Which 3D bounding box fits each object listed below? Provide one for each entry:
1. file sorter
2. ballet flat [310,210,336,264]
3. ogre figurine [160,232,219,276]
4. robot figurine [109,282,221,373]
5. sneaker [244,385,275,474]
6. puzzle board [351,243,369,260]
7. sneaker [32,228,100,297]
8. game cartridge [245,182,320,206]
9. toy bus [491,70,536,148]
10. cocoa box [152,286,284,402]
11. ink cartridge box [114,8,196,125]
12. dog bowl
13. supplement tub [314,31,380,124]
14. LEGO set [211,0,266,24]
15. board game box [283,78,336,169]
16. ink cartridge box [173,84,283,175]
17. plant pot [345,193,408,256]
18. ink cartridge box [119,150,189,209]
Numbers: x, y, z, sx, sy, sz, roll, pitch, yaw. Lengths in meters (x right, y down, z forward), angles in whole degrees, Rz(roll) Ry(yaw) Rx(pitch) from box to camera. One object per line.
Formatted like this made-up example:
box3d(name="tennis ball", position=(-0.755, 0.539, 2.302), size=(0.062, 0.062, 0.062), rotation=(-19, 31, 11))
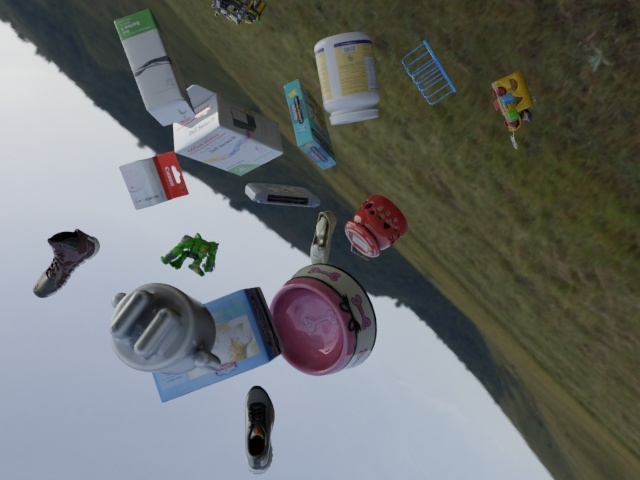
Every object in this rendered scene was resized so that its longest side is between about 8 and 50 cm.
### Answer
box3d(name="file sorter", position=(0.371, -0.569, 1.816), size=(0.170, 0.104, 0.118), rotation=(36, -149, -46))
box3d(name="ballet flat", position=(0.000, 0.000, 2.127), size=(0.086, 0.249, 0.086), rotation=(12, -175, -1))
box3d(name="ogre figurine", position=(-0.413, 0.043, 1.732), size=(0.197, 0.118, 0.097), rotation=(24, -165, -29))
box3d(name="robot figurine", position=(-0.371, 0.219, 1.283), size=(0.299, 0.200, 0.353), rotation=(36, 169, 13))
box3d(name="sneaker", position=(-0.193, 0.583, 1.676), size=(0.108, 0.100, 0.272), rotation=(92, 172, -49))
box3d(name="puzzle board", position=(0.160, 0.017, 2.110), size=(0.128, 0.011, 0.097), rotation=(28, -119, -47))
box3d(name="sneaker", position=(-0.922, 0.062, 1.845), size=(0.106, 0.281, 0.163), rotation=(35, 165, 27))
box3d(name="game cartridge", position=(-0.169, -0.201, 2.317), size=(0.297, 0.062, 0.198), rotation=(3, -159, -23))
box3d(name="toy bus", position=(0.612, -0.426, 1.651), size=(0.202, 0.104, 0.191), rotation=(49, -157, -51))
box3d(name="cocoa box", position=(-0.322, 0.306, 1.606), size=(0.228, 0.346, 0.232), rotation=(35, -146, -82))
box3d(name="ink cartridge box", position=(-0.386, -0.400, 1.258), size=(0.160, 0.092, 0.220), rotation=(133, 117, -87))
box3d(name="dog bowl", position=(-0.012, 0.295, 1.881), size=(0.408, 0.408, 0.150), rotation=(45, -148, 18))
box3d(name="supplement tub", position=(0.115, -0.658, 2.178), size=(0.241, 0.240, 0.332), rotation=(-68, -31, -79))
box3d(name="LEGO set", position=(-0.354, -0.871, 1.889), size=(0.331, 0.192, 0.255), rotation=(33, 172, -15))
box3d(name="board game box", position=(-0.044, -0.525, 2.420), size=(0.253, 0.079, 0.336), rotation=(34, -142, -59))
box3d(name="ink cartridge box", position=(-0.309, -0.328, 1.640), size=(0.353, 0.207, 0.119), rotation=(14, -119, -51))
box3d(name="plant pot", position=(0.200, -0.049, 1.964), size=(0.191, 0.174, 0.191), rotation=(42, 161, 18))
box3d(name="ink cartridge box", position=(-0.666, -0.238, 2.120), size=(0.066, 0.232, 0.189), rotation=(-48, -56, -64))
